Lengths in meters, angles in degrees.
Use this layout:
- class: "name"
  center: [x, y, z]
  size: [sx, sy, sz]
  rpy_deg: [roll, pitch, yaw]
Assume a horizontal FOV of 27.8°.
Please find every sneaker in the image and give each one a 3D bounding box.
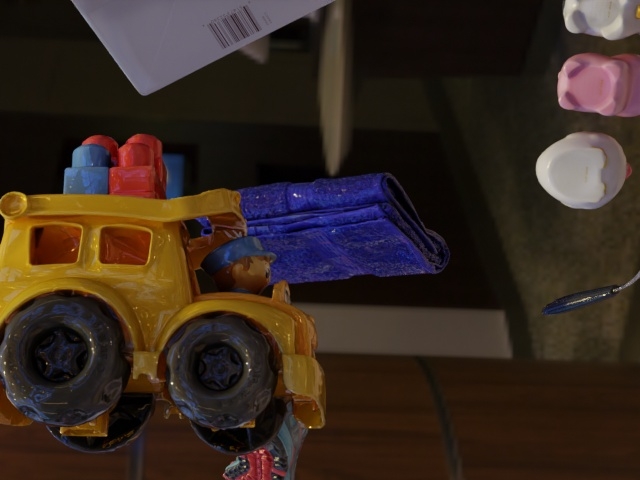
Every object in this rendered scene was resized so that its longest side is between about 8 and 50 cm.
- class: "sneaker"
  center: [-0.054, 0.278, 1.760]
  size: [0.125, 0.104, 0.262]
  rpy_deg: [-54, -11, -31]

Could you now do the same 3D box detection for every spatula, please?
- class: "spatula"
  center: [0.399, 0.049, 1.683]
  size: [0.296, 0.084, 0.030]
  rpy_deg: [-33, 86, 45]

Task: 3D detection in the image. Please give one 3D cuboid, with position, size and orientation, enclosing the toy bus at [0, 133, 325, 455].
- class: "toy bus"
  center: [-0.103, 0.027, 0.835]
  size: [0.149, 0.220, 0.211]
  rpy_deg: [86, -174, -71]

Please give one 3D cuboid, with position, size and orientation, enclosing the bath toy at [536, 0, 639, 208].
- class: "bath toy"
  center: [0.358, -0.210, 1.575]
  size: [0.129, 0.151, 0.348]
  rpy_deg: [-38, -41, -67]

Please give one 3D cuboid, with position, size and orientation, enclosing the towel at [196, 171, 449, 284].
- class: "towel"
  center: [0.000, 0.000, 1.794]
  size: [0.227, 0.308, 0.076]
  rpy_deg: [47, -134, -48]

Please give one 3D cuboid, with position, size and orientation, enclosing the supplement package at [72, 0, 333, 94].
- class: "supplement package"
  center: [-0.106, -0.265, 1.051]
  size: [0.203, 0.194, 0.149]
  rpy_deg: [-105, -13, -46]
